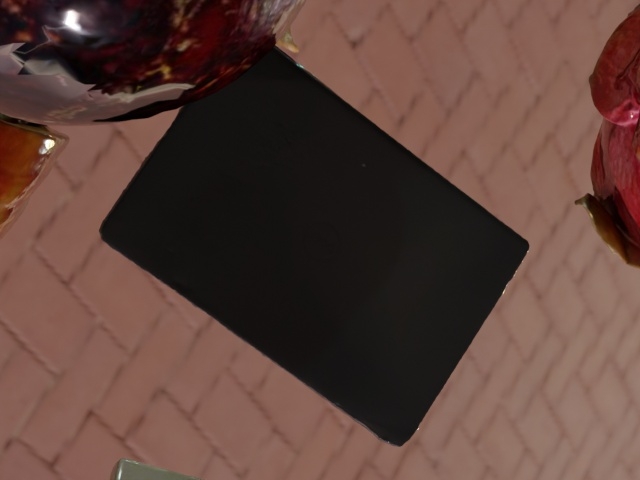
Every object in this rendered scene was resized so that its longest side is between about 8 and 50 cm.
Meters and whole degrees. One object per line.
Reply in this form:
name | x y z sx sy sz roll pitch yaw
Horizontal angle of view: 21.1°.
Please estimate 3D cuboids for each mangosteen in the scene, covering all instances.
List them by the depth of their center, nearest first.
mangosteen | -0.085 -0.170 0.683 0.265 0.228 0.228 -35 160 35

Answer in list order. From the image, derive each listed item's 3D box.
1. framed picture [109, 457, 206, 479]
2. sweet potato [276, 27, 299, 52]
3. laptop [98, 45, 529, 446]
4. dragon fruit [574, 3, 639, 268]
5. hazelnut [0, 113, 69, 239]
framed picture | -0.012 0.275 0.733 0.240 0.020 0.324 19 66 -17
sweet potato | -0.081 -0.202 1.460 0.060 0.206 0.068 16 102 -47
laptop | 0.000 0.000 0.874 0.197 0.016 0.135 37 77 -13
dragon fruit | 0.272 -0.056 0.926 0.315 0.250 0.250 -40 140 -64
hazelnut | -0.341 -0.101 1.613 0.217 0.217 0.251 11 91 -52
